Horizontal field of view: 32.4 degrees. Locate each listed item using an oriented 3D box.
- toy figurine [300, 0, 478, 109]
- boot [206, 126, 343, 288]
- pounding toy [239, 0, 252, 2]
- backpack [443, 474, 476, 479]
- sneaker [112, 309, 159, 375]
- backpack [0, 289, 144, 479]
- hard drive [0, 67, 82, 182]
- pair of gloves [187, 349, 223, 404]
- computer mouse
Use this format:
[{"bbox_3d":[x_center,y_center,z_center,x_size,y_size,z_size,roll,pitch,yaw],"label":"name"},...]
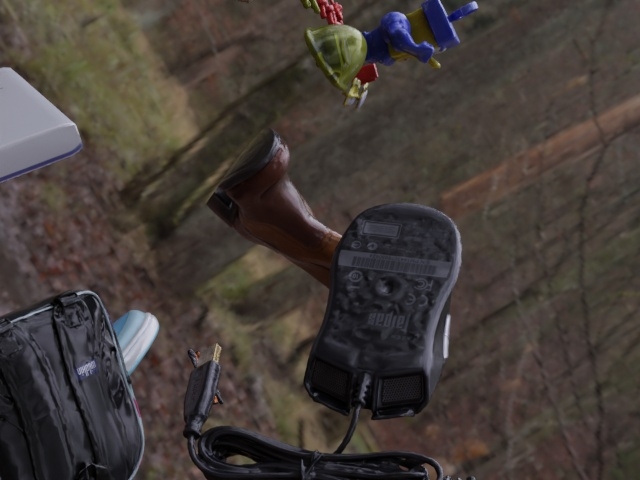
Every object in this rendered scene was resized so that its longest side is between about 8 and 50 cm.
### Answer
[{"bbox_3d":[0.104,-0.308,1.506,0.362,0.217,0.191,-17,90,-79],"label":"toy figurine"},{"bbox_3d":[0.000,0.000,1.345,0.280,0.096,0.264,38,-25,-4],"label":"boot"},{"bbox_3d":[-0.071,-0.215,0.552,0.181,0.094,0.206,-79,178,-47],"label":"pounding toy"},{"bbox_3d":[0.196,0.430,1.495,0.182,0.115,0.152,43,-48,22],"label":"backpack"},{"bbox_3d":[-0.381,0.163,1.520,0.208,0.319,0.127,44,-36,-5],"label":"sneaker"},{"bbox_3d":[-0.338,0.209,1.316,0.191,0.225,0.253,-17,-84,46],"label":"backpack"},{"bbox_3d":[-0.432,-0.129,1.329,0.318,0.210,0.040,36,-36,56],"label":"hard drive"},{"bbox_3d":[-0.143,0.170,1.364,0.074,0.010,0.083,64,-1,9],"label":"pair of gloves"},{"bbox_3d":[0.005,0.081,0.791,0.060,0.184,0.262,79,17,-48],"label":"computer mouse"}]
